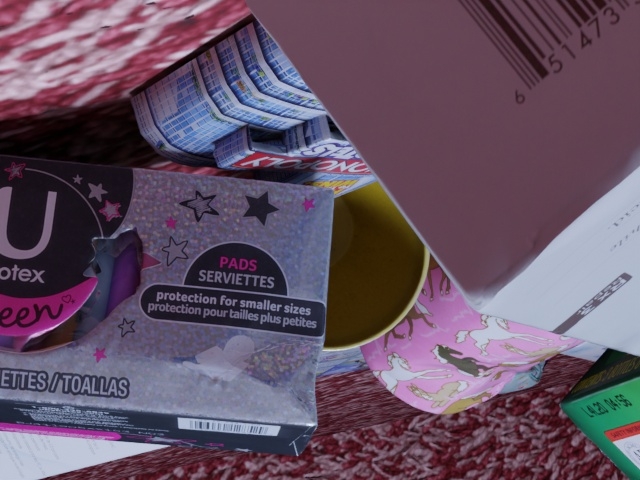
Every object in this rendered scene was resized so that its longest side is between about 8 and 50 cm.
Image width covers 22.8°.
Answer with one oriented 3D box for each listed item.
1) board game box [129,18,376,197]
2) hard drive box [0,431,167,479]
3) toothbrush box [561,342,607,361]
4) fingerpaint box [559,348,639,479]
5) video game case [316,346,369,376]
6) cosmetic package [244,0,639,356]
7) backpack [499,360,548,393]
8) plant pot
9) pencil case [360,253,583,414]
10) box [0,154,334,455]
[{"bbox_3d":[0.000,-0.070,0.908,0.194,0.060,0.194,-2,163,-44],"label":"board game box"},{"bbox_3d":[-0.198,0.080,1.117,0.232,0.089,0.181,-13,138,1],"label":"hard drive box"},{"bbox_3d":[0.378,0.023,1.605,0.295,0.126,0.216,-16,168,17],"label":"toothbrush box"},{"bbox_3d":[0.392,-0.007,0.986,0.371,0.163,0.445,-45,-179,-20],"label":"fingerpaint box"},{"bbox_3d":[0.031,0.091,1.671,0.269,0.061,0.244,-7,165,-28],"label":"video game case"},{"bbox_3d":[0.153,-0.074,0.699,0.217,0.156,0.385,-40,160,14],"label":"cosmetic package"},{"bbox_3d":[0.204,0.125,1.899,0.152,0.115,0.182,-14,166,12],"label":"backpack"},{"bbox_3d":[0.000,0.000,1.115,0.134,0.134,0.095,-12,-165,-9],"label":"plant pot"},{"bbox_3d":[0.181,0.040,1.381,0.167,0.160,0.386,-17,170,-29],"label":"pencil case"},{"bbox_3d":[-0.122,0.038,0.925,0.247,0.142,0.163,5,166,-3],"label":"box"}]
